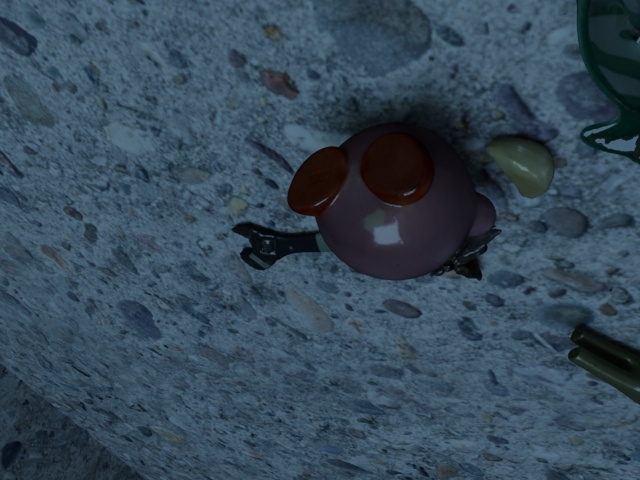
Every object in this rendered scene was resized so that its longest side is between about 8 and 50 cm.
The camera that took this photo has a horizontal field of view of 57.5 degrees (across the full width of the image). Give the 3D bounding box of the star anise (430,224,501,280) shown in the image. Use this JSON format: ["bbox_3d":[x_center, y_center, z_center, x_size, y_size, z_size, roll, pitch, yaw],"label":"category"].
[{"bbox_3d":[0.145,0.015,0.720,0.129,0.056,0.124,3,145,3],"label":"star anise"}]

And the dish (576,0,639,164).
[{"bbox_3d":[0.282,-0.166,0.409,0.224,0.078,0.246,22,142,5],"label":"dish"}]

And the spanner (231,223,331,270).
[{"bbox_3d":[0.000,0.000,0.825,0.316,0.024,0.087,-4,129,35],"label":"spanner"}]

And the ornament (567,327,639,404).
[{"bbox_3d":[0.471,0.148,0.693,0.245,0.061,0.230,31,141,-5],"label":"ornament"}]

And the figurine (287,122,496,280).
[{"bbox_3d":[0.078,-0.038,0.613,0.173,0.173,0.173,16,142,13],"label":"figurine"}]

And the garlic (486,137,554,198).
[{"bbox_3d":[0.211,-0.073,0.598,0.053,0.041,0.083,-7,140,43],"label":"garlic"}]
